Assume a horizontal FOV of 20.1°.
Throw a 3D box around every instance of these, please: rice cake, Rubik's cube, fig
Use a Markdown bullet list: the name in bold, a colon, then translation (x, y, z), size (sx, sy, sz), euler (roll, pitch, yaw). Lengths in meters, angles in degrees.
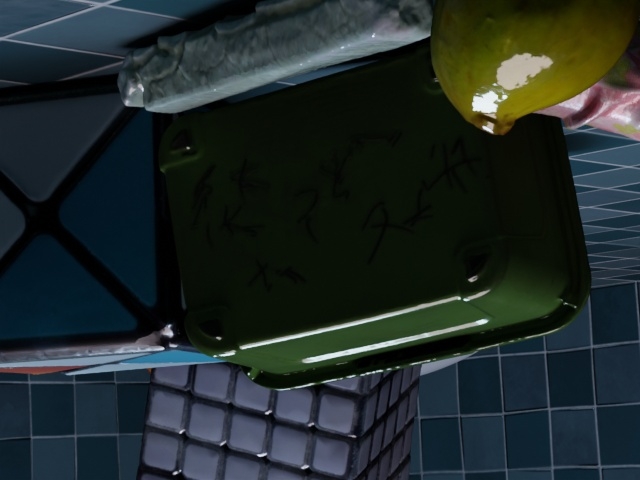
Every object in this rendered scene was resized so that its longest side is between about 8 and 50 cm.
- **rice cake**: translation (-0.044, -0.145, 1.355), size (0.066, 0.063, 0.336), euler (-3, 174, -38)
- **Rubik's cube**: translation (-0.034, 0.171, 1.878), size (0.236, 0.238, 0.237), euler (11, -167, 15)
- **fig**: translation (0.140, -0.149, 1.204), size (0.136, 0.121, 0.153), euler (7, 145, -34)
- **Rubik's cube**: translation (-0.208, -0.006, 1.678), size (0.246, 0.248, 0.250), euler (-6, 172, 17)

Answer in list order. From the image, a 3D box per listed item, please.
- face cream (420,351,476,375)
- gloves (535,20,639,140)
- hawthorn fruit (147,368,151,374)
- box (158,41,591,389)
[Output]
- **face cream**: translation (0.044, 0.071, 2.415), size (0.356, 0.220, 0.312), euler (-6, 153, 17)
- **gloves**: translation (0.264, -0.131, 1.388), size (0.241, 0.126, 0.145), euler (6, 167, -9)
- **hawthorn fruit**: translation (-0.082, 0.068, 2.156), size (0.315, 0.316, 0.316), euler (-3, 173, 0)
- **box**: translation (0.032, -0.020, 1.484), size (0.328, 0.253, 0.177), euler (-16, 170, 24)
